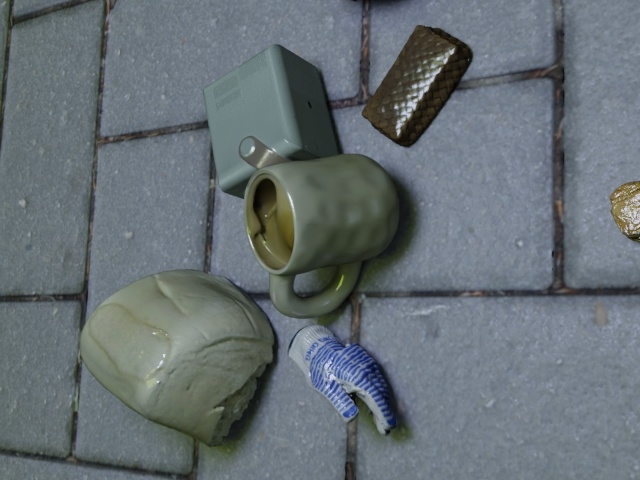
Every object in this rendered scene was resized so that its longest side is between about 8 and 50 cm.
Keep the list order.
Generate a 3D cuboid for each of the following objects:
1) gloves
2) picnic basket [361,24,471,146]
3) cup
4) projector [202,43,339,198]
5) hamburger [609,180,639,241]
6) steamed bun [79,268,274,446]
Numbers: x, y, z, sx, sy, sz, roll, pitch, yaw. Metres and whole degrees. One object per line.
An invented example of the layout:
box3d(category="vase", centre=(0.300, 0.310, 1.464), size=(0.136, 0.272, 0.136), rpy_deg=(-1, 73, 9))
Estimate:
box3d(category="gloves", centre=(0.039, 0.216, 1.387), size=(0.229, 0.119, 0.097), rpy_deg=(44, 139, 29))
box3d(category="picnic basket", centre=(0.151, -0.251, 1.422), size=(0.110, 0.055, 0.193), rpy_deg=(41, 104, 32))
box3d(category="cup", centre=(0.011, -0.002, 1.378), size=(0.173, 0.202, 0.255), rpy_deg=(-2, 97, 57))
box3d(category="projector", centre=(-0.083, -0.181, 1.506), size=(0.177, 0.163, 0.243), rpy_deg=(-27, 65, 30))
box3d(category="hamburger", centre=(0.434, -0.041, 1.195), size=(0.076, 0.044, 0.083), rpy_deg=(-23, 68, 32))
box3d(category="steamed bun", centre=(-0.240, 0.174, 1.527), size=(0.290, 0.273, 0.272), rpy_deg=(23, 80, 31))
